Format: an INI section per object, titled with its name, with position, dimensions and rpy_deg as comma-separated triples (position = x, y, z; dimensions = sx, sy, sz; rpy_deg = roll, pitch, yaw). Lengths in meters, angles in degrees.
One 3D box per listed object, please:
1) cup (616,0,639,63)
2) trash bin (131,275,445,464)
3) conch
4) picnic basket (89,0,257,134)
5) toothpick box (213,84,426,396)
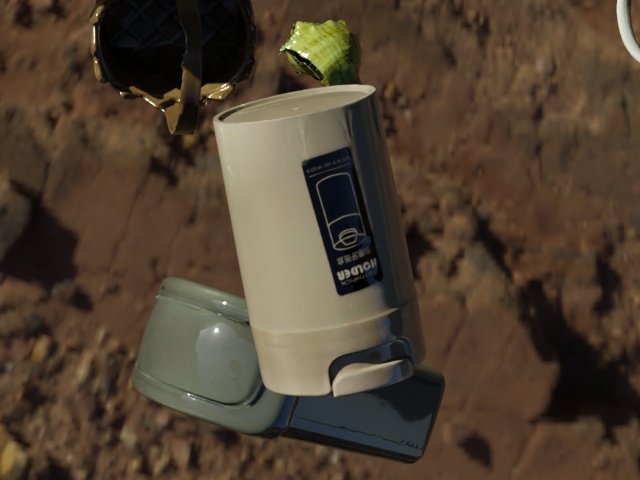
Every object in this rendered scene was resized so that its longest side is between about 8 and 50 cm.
[cup]
position = 0.304, -0.180, 1.499
dimensions = 0.099, 0.136, 0.133
rpy_deg = -11, 90, -28
[trash bin]
position = -0.034, 0.106, 1.575
dimensions = 0.236, 0.176, 0.101
rpy_deg = 20, 85, -44
[conch]
position = 0.002, -0.172, 1.878
dimensions = 0.089, 0.121, 0.074
rpy_deg = -5, 136, -36
[picnic basket]
position = -0.120, -0.162, 1.617
dimensions = 0.137, 0.178, 0.128
rpy_deg = -2, 126, -7
[toothpick box]
position = 0.000, 0.000, 1.253
dimensions = 0.111, 0.111, 0.181
rpy_deg = -8, 102, 10
